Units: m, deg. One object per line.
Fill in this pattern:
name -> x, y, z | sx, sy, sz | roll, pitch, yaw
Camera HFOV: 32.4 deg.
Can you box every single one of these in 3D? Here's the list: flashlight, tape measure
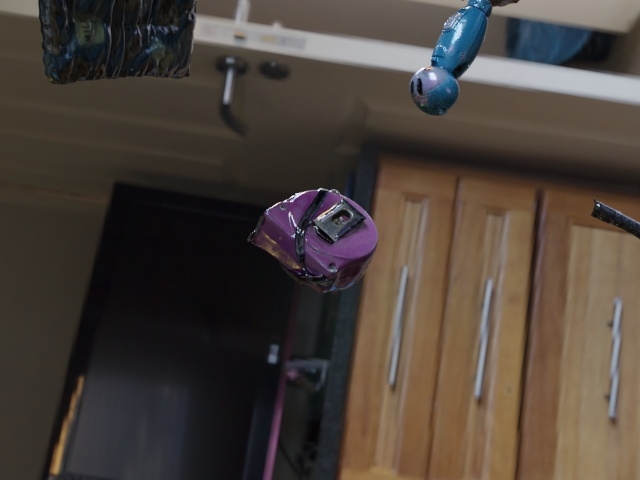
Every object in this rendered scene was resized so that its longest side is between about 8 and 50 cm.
flashlight -> 0.132, -0.181, 1.085 | 0.129, 0.051, 0.051 | -59, -5, -15
tape measure -> 0.000, 0.000, 1.223 | 0.125, 0.118, 0.074 | -38, -18, -44

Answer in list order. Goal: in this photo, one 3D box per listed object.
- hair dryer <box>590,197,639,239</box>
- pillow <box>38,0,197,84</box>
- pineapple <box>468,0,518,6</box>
hair dryer -> 0.422, 0.064, 1.099 | 0.120, 0.359, 0.304 | -59, -1, 14
pillow -> -0.186, -0.245, 1.046 | 0.255, 0.034, 0.189 | -20, -64, -64
pineapple -> 0.121, -0.395, 1.338 | 0.170, 0.310, 0.141 | 146, 146, -76
